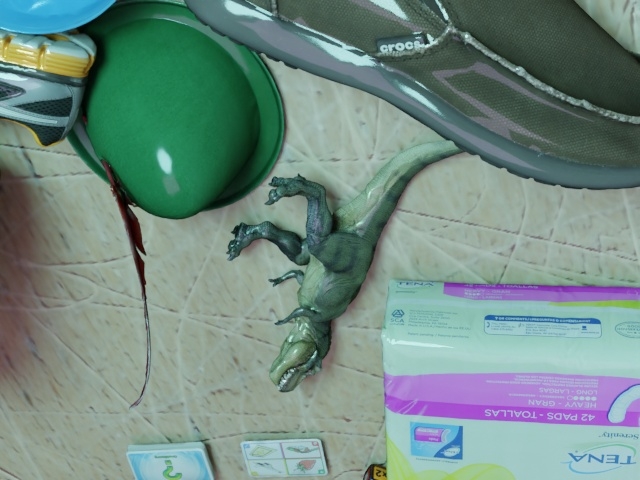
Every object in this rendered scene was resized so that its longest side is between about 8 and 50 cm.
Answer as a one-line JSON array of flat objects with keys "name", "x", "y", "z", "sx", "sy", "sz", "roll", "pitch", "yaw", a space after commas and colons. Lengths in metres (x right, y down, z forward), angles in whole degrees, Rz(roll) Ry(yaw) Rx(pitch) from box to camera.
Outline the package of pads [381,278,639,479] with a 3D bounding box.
[{"name": "package of pads", "x": 0.171, "y": 0.173, "z": 0.921, "sx": 0.229, "sy": 0.101, "sz": 0.296, "roll": 2, "pitch": 124, "yaw": 8}]

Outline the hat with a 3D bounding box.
[{"name": "hat", "x": -0.118, "y": -0.042, "z": 0.768, "sx": 0.173, "sy": 0.183, "sz": 0.208, "roll": -31, "pitch": 114, "yaw": 25}]

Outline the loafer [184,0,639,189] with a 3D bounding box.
[{"name": "loafer", "x": 0.092, "y": -0.145, "z": 0.705, "sx": 0.366, "sy": 0.133, "sz": 0.130, "roll": 20, "pitch": 123, "yaw": -5}]

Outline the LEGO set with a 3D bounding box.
[{"name": "LEGO set", "x": -0.049, "y": 0.267, "z": 1.037, "sx": 0.244, "sy": 0.060, "sz": 0.182, "roll": -4, "pitch": 126, "yaw": 10}]

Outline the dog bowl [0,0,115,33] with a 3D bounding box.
[{"name": "dog bowl", "x": -0.229, "y": -0.275, "z": 0.700, "sx": 0.166, "sy": 0.074, "sz": 0.297, "roll": -30, "pitch": 115, "yaw": 24}]

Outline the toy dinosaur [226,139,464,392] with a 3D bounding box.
[{"name": "toy dinosaur", "x": 0.000, "y": 0.000, "z": 0.858, "sx": 0.118, "sy": 0.064, "sz": 0.268, "roll": 23, "pitch": 121, "yaw": -16}]

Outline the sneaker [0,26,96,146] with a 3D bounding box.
[{"name": "sneaker", "x": -0.269, "y": -0.125, "z": 0.783, "sx": 0.215, "sy": 0.084, "sz": 0.083, "roll": 15, "pitch": 117, "yaw": 7}]
